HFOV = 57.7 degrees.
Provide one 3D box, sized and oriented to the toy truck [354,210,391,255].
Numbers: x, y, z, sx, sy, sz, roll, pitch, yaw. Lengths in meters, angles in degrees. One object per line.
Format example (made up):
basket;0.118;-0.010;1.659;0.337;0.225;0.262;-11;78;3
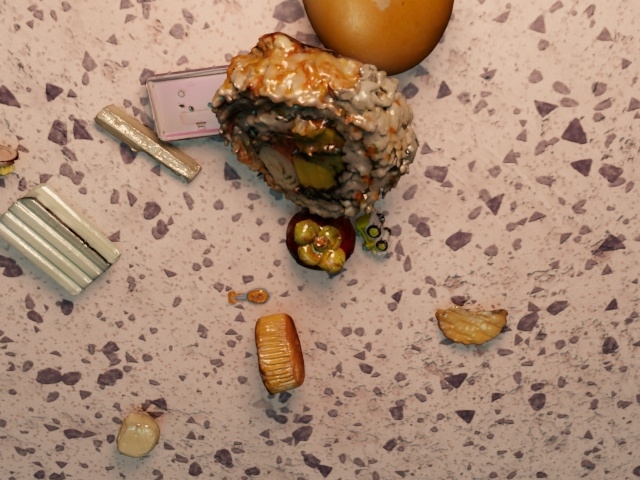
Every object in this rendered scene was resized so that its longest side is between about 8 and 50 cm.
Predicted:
toy truck;0.126;-0.010;1.404;0.077;0.076;0.111;-16;117;25

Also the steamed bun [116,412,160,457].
steamed bun;-0.506;0.539;1.625;0.112;0.091;0.130;18;110;-13

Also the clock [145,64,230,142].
clock;-0.268;-0.300;1.263;0.193;0.073;0.144;-6;114;2

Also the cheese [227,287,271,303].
cheese;-0.182;0.144;1.494;0.111;0.017;0.047;-4;111;1

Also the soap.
soap;-0.620;0.000;1.387;0.150;0.094;0.261;-36;111;19

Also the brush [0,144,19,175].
brush;-0.820;-0.199;1.272;0.313;0.072;0.067;15;121;-3

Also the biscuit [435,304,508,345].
biscuit;0.387;0.214;1.511;0.183;0.061;0.118;1;116;1

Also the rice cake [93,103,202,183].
rice cake;-0.389;-0.217;1.313;0.256;0.052;0.057;35;138;-15

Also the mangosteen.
mangosteen;0.000;0.000;1.342;0.166;0.180;0.166;1;103;4

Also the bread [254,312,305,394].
bread;-0.097;0.280;1.459;0.104;0.199;0.199;-14;114;2

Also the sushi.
sushi;-0.012;-0.203;1.140;0.417;0.176;0.417;17;150;11

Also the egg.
egg;0.100;-0.482;1.073;0.283;0.282;0.351;-23;109;9
